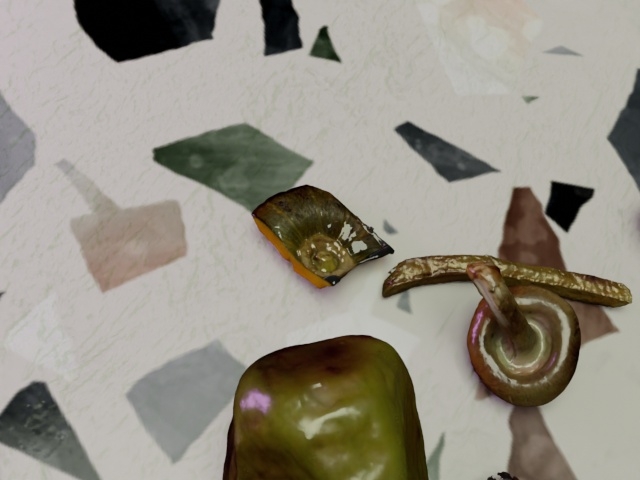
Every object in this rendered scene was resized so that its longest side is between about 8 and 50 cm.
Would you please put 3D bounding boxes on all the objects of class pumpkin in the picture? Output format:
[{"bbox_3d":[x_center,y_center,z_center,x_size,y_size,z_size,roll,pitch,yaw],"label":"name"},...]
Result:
[{"bbox_3d":[0.000,-0.001,0.740,0.073,0.035,0.101,-36,70,-30],"label":"pumpkin"}]

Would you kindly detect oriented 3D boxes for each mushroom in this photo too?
[{"bbox_3d":[0.148,0.061,0.695,0.088,0.073,0.129,-25,110,13],"label":"mushroom"}]

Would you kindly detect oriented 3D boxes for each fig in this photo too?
[{"bbox_3d":[0.011,0.147,0.615,0.154,0.144,0.166,-38,78,-6],"label":"fig"}]

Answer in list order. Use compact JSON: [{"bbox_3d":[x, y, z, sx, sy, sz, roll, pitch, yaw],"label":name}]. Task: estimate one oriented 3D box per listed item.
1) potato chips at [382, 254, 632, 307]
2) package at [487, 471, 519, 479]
[{"bbox_3d":[0.152,0.034,0.741,0.204,0.026,0.037,4,69,-4],"label":"potato chips"},{"bbox_3d":[0.073,0.268,0.594,0.269,0.071,0.194,-34,38,-19],"label":"package"}]
